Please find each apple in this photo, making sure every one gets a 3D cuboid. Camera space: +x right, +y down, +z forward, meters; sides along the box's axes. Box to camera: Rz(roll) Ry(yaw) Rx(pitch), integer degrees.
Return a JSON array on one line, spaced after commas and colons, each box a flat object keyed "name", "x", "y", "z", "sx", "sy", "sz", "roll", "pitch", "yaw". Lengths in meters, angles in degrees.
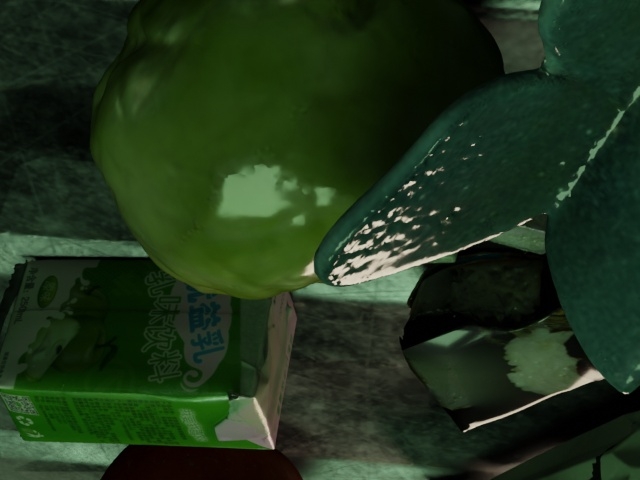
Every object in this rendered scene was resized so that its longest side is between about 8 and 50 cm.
[{"name": "apple", "x": -0.135, "y": 0.326, "z": 1.644, "sx": 0.260, "sy": 0.217, "sz": 0.260, "roll": 5, "pitch": 145, "yaw": 4}]

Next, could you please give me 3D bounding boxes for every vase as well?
[{"name": "vase", "x": 0.258, "y": 0.285, "z": 1.569, "sx": 0.165, "sy": 0.165, "sz": 0.360, "roll": 33, "pitch": 142, "yaw": -29}]

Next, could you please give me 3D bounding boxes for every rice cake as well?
[{"name": "rice cake", "x": 0.105, "y": -0.032, "z": 1.256, "sx": 0.206, "sy": 0.036, "sz": 0.047, "roll": 14, "pitch": 140, "yaw": -6}]

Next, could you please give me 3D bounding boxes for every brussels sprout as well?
[{"name": "brussels sprout", "x": -0.026, "y": -0.084, "z": 1.058, "sx": 0.273, "sy": 0.243, "sz": 0.316, "roll": 3, "pitch": 158, "yaw": -42}]

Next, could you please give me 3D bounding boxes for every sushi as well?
[{"name": "sushi", "x": 0.212, "y": 0.057, "z": 1.316, "sx": 0.272, "sy": 0.109, "sz": 0.134, "roll": -20, "pitch": 133, "yaw": 14}]

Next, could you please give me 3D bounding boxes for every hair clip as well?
[{"name": "hair clip", "x": 0.246, "y": -0.053, "z": 0.894, "sx": 0.238, "sy": 0.392, "sz": 0.318, "roll": 46, "pitch": 128, "yaw": 18}]

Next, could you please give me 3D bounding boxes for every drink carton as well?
[{"name": "drink carton", "x": -0.168, "y": 0.108, "z": 1.398, "sx": 0.271, "sy": 0.161, "sz": 0.108, "roll": 0, "pitch": 143, "yaw": 13}]

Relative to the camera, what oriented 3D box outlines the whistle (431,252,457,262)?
[{"name": "whistle", "x": 0.000, "y": 0.000, "z": 1.258, "sx": 0.235, "sy": 0.114, "sz": 0.077, "roll": 7, "pitch": 106, "yaw": 9}]
